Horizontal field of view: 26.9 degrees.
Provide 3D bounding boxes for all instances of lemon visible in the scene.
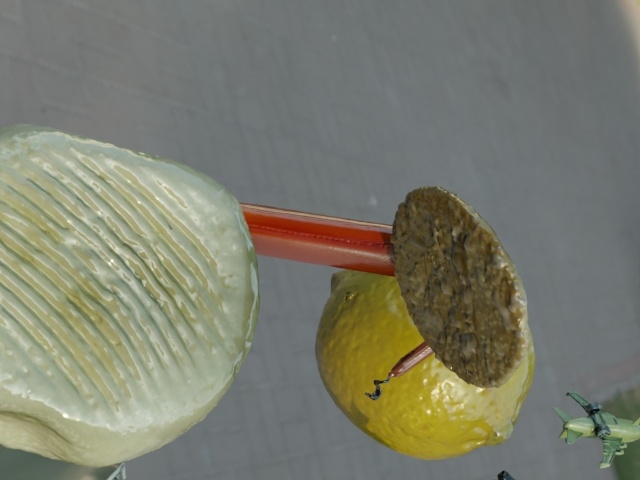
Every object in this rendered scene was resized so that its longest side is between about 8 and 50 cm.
[{"bbox_3d":[0.156,0.165,2.003,0.336,0.336,0.336,48,32,-45],"label":"lemon"}]

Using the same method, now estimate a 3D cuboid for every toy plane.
[{"bbox_3d":[0.302,0.201,1.432,0.111,0.040,0.102,4,45,-20],"label":"toy plane"}]

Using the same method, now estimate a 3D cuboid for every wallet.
[{"bbox_3d":[0.000,0.000,1.583,0.142,0.204,0.045,59,42,-71],"label":"wallet"}]

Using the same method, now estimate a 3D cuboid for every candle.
[{"bbox_3d":[0.121,0.135,1.608,0.026,0.167,0.021,53,1,32],"label":"candle"}]

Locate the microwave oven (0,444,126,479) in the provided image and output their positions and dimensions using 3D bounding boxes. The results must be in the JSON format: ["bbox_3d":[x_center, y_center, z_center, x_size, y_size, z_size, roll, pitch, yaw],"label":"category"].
[{"bbox_3d":[-0.316,0.375,1.578,0.145,0.194,0.240,-42,138,-49],"label":"microwave oven"}]

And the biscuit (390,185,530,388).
[{"bbox_3d":[0.139,0.047,1.359,0.033,0.220,0.219,-21,93,-26],"label":"biscuit"}]

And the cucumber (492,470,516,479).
[{"bbox_3d":[0.298,0.379,1.892,0.135,0.033,0.034,37,30,-7],"label":"cucumber"}]

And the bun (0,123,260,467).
[{"bbox_3d":[-0.246,0.053,1.355,0.352,0.227,0.349,-42,98,-23],"label":"bun"}]
